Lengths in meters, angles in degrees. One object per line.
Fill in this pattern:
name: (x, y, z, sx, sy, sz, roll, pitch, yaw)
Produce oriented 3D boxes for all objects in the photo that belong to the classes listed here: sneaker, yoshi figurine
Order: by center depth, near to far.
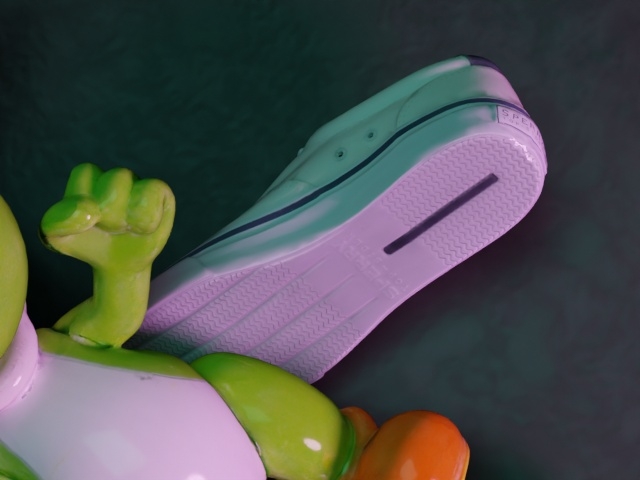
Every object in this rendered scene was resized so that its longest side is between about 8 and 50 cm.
yoshi figurine: (-0.113, 0.074, 0.893, 0.362, 0.203, 0.203, 30, 122, -12)
sneaker: (0.000, 0.000, 1.004, 0.258, 0.094, 0.091, -30, 32, 17)
